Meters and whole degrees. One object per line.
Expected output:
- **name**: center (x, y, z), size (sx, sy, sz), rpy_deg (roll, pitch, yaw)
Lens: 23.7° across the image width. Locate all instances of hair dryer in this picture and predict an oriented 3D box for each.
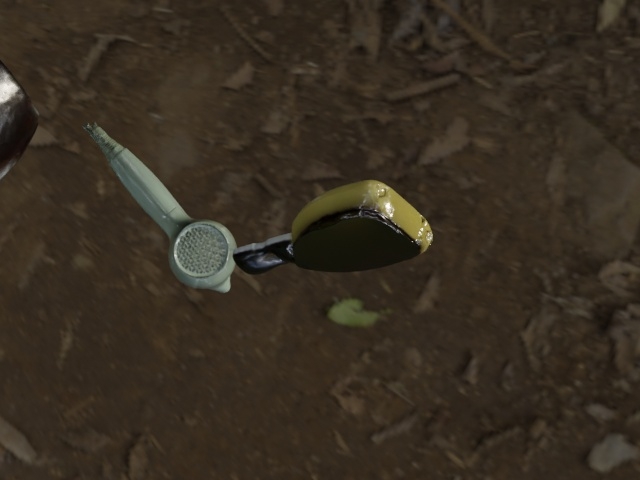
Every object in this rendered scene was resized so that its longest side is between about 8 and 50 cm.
- **hair dryer**: center (-0.182, -0.039, 1.705), size (0.075, 0.206, 0.237), rpy_deg (-41, 87, -6)

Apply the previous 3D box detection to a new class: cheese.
- **cheese**: center (0.000, 0.001, 1.158), size (0.086, 0.162, 0.036), rpy_deg (35, 50, -40)

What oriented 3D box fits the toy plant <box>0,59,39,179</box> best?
- **toy plant**: center (-0.359, -0.075, 1.225), size (0.235, 0.218, 0.175), rpy_deg (-39, 152, -18)
